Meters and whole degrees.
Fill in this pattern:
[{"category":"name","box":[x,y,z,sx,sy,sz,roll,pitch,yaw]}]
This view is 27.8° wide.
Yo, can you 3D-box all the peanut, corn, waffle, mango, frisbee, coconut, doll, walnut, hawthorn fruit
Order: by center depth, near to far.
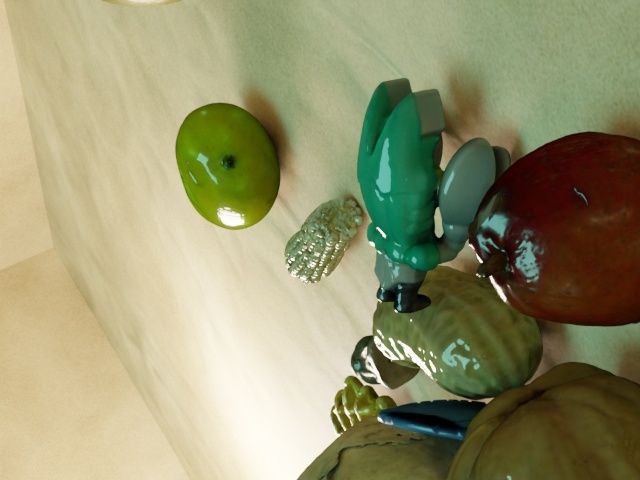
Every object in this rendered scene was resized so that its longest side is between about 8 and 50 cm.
[{"category":"hawthorn fruit","box":[0.227,-0.004,1.172,0.185,0.202,0.185,46,145,47]},{"category":"walnut","box":[0.281,0.298,1.272,0.344,0.306,0.306,70,160,-3]},{"category":"doll","box":[0.107,-0.063,1.474,0.195,0.153,0.258,52,141,29]},{"category":"frisbee","box":[0.189,0.213,1.527,0.242,0.242,0.045,172,106,-69]},{"category":"peanut","box":[0.159,0.112,1.577,0.153,0.140,0.325,53,165,-15]},{"category":"coconut","box":[0.108,0.402,1.703,0.352,0.352,0.352,51,156,34]},{"category":"corn","box":[0.000,0.000,1.919,0.087,0.087,0.211,61,160,12]},{"category":"waffle","box":[0.117,0.358,2.036,0.309,0.065,0.283,44,155,37]},{"category":"mango","box":[-0.144,-0.108,2.068,0.185,0.149,0.273,47,160,23]}]

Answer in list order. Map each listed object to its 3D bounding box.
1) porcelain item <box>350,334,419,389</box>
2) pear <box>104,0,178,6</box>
[{"category":"porcelain item","box":[0.082,0.181,1.965,0.081,0.069,0.216,61,165,-1]},{"category":"pear","box":[-0.232,-0.461,1.613,0.348,0.348,0.348,51,156,34]}]
